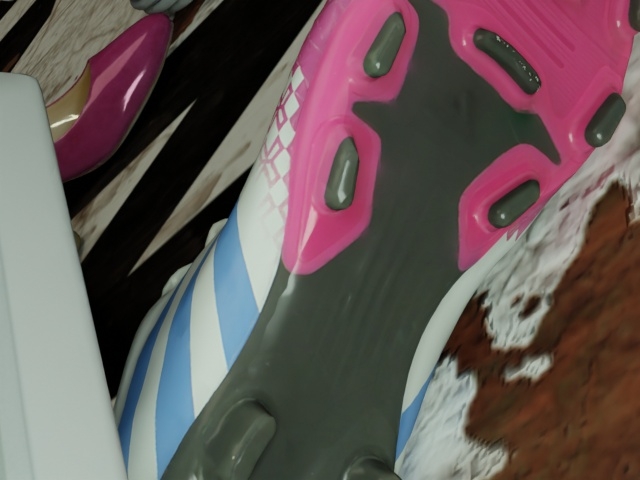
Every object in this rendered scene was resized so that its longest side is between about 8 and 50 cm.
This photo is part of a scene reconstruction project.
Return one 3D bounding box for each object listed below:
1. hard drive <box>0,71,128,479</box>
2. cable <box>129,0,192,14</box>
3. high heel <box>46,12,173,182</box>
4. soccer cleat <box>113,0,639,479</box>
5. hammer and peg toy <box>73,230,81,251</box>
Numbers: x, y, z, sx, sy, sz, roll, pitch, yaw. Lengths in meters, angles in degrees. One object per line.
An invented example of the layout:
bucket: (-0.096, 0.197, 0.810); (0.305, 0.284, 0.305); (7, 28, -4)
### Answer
hard drive: (-0.106, 0.126, 0.471); (0.353, 0.047, 0.233); (-115, 33, -54)
cable: (-0.084, -0.293, 1.086); (0.257, 0.089, 0.257); (-16, 45, 55)
high heel: (-0.212, -0.087, 1.031); (0.244, 0.117, 0.082); (-47, 25, 20)
soccer cleat: (0.000, 0.000, 0.519); (0.143, 0.116, 0.331); (2, 62, 61)
hammer and peg toy: (-0.279, 0.112, 0.855); (0.361, 0.127, 0.266); (-58, 17, -12)
